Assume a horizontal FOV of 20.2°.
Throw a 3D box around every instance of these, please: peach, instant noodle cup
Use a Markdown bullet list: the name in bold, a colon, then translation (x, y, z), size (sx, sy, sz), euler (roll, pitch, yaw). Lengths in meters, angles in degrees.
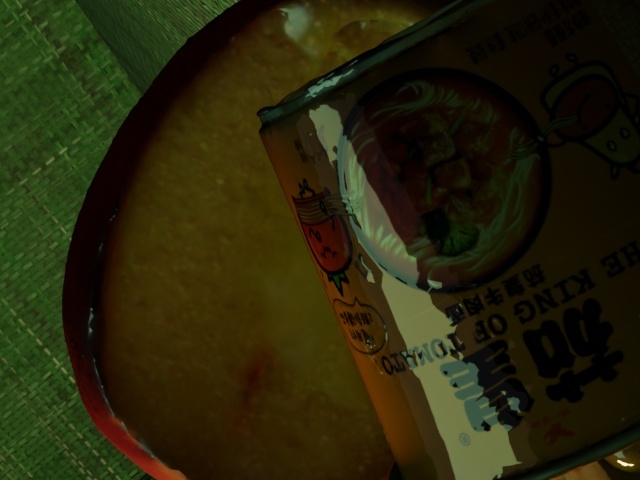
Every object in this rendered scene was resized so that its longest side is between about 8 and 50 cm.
- **peach**: translation (0.000, 0.000, 1.016), size (0.281, 0.281, 0.338), euler (50, 140, 14)
- **instant noodle cup**: translation (0.084, -0.016, 0.729), size (0.172, 0.216, 0.216), euler (61, 173, -5)

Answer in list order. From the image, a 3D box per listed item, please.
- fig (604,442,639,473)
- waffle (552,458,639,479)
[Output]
- **fig**: translation (0.207, 0.110, 1.160), size (0.074, 0.074, 0.088), euler (51, -163, 6)
- **waffle**: translation (0.250, 0.211, 1.190), size (0.168, 0.057, 0.274), euler (14, -154, -48)
